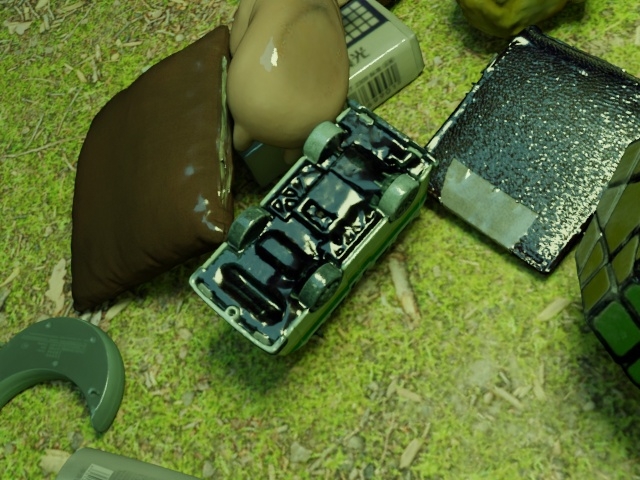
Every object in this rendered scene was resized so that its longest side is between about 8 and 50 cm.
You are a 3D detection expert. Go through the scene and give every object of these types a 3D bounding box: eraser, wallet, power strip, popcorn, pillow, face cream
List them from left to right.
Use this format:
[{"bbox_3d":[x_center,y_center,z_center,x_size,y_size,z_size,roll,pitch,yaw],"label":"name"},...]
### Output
[{"bbox_3d":[-0.340,0.162,0.932,0.216,0.044,0.137,5,63,21],"label":"power strip"},{"bbox_3d":[-0.224,-0.090,0.956,0.305,0.108,0.308,-23,58,36],"label":"pillow"},{"bbox_3d":[-0.160,0.298,0.776,0.269,0.073,0.107,10,71,24],"label":"face cream"},{"bbox_3d":[-0.008,-0.204,1.000,0.279,0.081,0.124,-37,56,-3],"label":"eraser"},{"bbox_3d":[0.265,-0.376,0.933,0.226,0.203,0.200,-19,65,-14],"label":"popcorn"},{"bbox_3d":[0.260,-0.113,0.873,0.221,0.071,0.262,38,82,27],"label":"wallet"}]

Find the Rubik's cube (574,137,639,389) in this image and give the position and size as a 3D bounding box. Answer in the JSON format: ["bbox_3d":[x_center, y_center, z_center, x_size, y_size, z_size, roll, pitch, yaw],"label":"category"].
[{"bbox_3d":[0.378,0.028,0.625,0.264,0.319,0.319,-36,53,27],"label":"Rubik's cube"}]

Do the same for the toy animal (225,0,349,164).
[{"bbox_3d":[-0.041,-0.224,0.877,0.166,0.154,0.250,15,55,-22],"label":"toy animal"}]

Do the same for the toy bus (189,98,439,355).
[{"bbox_3d":[0.000,0.000,0.835,0.133,0.165,0.276,39,79,17],"label":"toy bus"}]

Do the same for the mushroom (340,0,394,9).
[{"bbox_3d":[0.023,-0.449,1.051,0.267,0.254,0.267,9,65,-19],"label":"mushroom"}]
